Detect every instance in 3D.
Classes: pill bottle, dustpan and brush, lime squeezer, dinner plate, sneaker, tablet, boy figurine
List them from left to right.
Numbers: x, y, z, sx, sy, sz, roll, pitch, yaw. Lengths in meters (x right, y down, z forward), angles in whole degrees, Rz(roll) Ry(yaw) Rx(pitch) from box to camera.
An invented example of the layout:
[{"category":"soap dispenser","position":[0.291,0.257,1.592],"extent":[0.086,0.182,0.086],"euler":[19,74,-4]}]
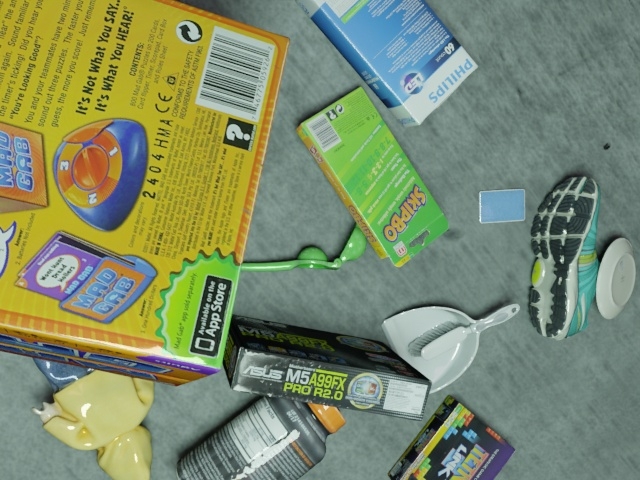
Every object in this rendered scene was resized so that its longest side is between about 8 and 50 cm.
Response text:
[{"category":"boy figurine","position":[-0.312,0.222,0.994],"extent":[0.177,0.092,0.285],"euler":[-36,107,-34]},{"category":"pill bottle","position":[-0.082,0.312,1.038],"extent":[0.245,0.130,0.130],"euler":[-36,102,-8]},{"category":"lime squeezer","position":[0.000,0.000,1.068],"extent":[0.310,0.059,0.110],"euler":[-32,102,-8]},{"category":"dustpan and brush","position":[0.224,0.151,1.132],"extent":[0.211,0.060,0.147],"euler":[-27,101,-10]},{"category":"tablet","position":[0.303,-0.058,1.160],"extent":[0.083,0.006,0.054],"euler":[-4,96,-12]},{"category":"sneaker","position":[0.419,0.029,1.164],"extent":[0.109,0.107,0.276],"euler":[2,100,-33]},{"category":"dinner plate","position":[0.509,0.066,1.182],"extent":[0.141,0.017,0.141],"euler":[-8,102,-42]}]

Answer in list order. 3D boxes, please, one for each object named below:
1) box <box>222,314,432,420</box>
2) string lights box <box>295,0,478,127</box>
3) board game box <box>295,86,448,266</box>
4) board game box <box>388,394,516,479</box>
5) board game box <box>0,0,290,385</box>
[{"category":"box","position":[-0.005,0.177,1.001],"extent":[0.269,0.216,0.060],"euler":[13,94,-14]},{"category":"string lights box","position":[0.101,-0.312,1.052],"extent":[0.133,0.077,0.260],"euler":[-44,103,-6]},{"category":"board game box","position":[0.084,-0.094,1.060],"extent":[0.124,0.039,0.259],"euler":[-35,92,-23]},{"category":"board game box","position":[0.219,0.370,1.159],"extent":[0.141,0.048,0.170],"euler":[39,86,-13]},{"category":"board game box","position":[-0.277,-0.049,0.794],"extent":[0.356,0.356,0.357],"euler":[15,73,-14]}]
